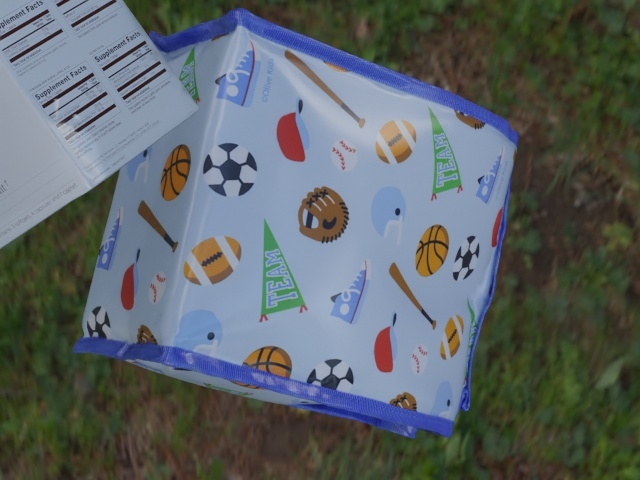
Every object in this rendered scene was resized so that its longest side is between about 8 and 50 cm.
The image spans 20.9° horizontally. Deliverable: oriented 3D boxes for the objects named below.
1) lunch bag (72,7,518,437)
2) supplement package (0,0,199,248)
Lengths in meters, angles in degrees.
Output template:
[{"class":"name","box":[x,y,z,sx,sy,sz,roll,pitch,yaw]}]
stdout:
[{"class":"lunch bag","box":[0.000,0.000,1.633,0.386,0.239,0.327,15,84,-31]},{"class":"supplement package","box":[-0.243,-0.111,1.278,0.203,0.194,0.149,55,39,-7]}]
